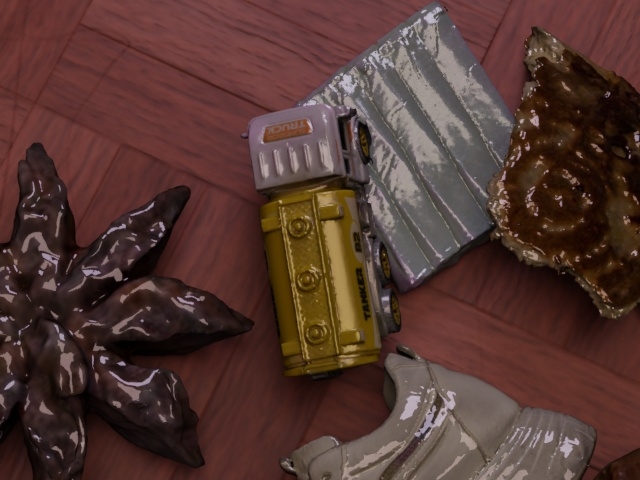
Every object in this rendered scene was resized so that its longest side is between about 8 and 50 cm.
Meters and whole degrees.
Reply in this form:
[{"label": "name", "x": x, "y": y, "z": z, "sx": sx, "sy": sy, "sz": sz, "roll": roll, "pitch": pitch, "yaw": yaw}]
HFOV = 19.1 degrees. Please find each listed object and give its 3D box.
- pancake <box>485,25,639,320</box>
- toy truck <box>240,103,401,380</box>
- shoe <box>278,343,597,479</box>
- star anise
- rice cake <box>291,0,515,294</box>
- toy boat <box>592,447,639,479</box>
[{"label": "pancake", "x": 0.242, "y": -0.046, "z": 1.608, "sx": 0.212, "sy": 0.056, "sz": 0.257, "roll": 26, "pitch": 58, "yaw": -13}, {"label": "toy truck", "x": 0.000, "y": 0.000, "z": 1.545, "sx": 0.098, "sy": 0.114, "sz": 0.227, "roll": -11, "pitch": 83, "yaw": 14}, {"label": "shoe", "x": 0.049, "y": 0.242, "z": 1.500, "sx": 0.210, "sy": 0.132, "sz": 0.342, "roll": 31, "pitch": 73, "yaw": 12}, {"label": "star anise", "x": -0.215, "y": 0.071, "z": 1.535, "sx": 0.332, "sy": 0.117, "sz": 0.331, "roll": 1, "pitch": 79, "yaw": -4}, {"label": "rice cake", "x": 0.086, "y": -0.080, "z": 1.634, "sx": 0.189, "sy": 0.037, "sz": 0.198, "roll": -36, "pitch": 79, "yaw": -12}, {"label": "toy boat", "x": 0.242, "y": 0.228, "z": 1.470, "sx": 0.099, "sy": 0.108, "sz": 0.293, "roll": 32, "pitch": 102, "yaw": -18}]
